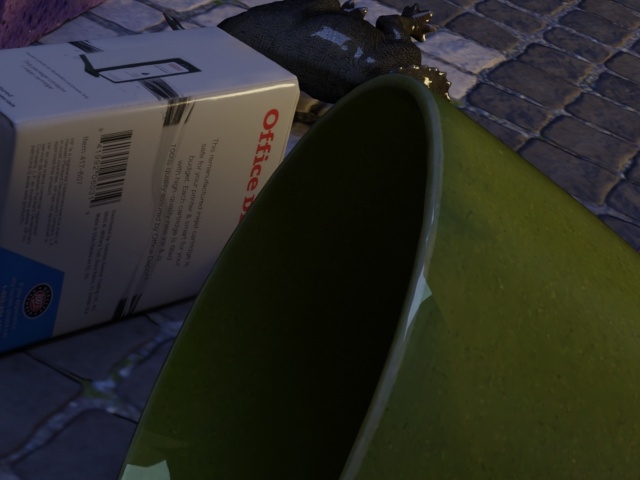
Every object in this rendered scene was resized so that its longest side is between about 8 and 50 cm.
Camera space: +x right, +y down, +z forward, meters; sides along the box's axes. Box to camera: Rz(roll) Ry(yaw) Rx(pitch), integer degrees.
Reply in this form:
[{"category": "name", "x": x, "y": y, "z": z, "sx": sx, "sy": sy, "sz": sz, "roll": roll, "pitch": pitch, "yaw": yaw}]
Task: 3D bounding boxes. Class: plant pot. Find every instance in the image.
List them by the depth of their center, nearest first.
[{"category": "plant pot", "x": 0.092, "y": 0.120, "z": 0.516, "sx": 0.293, "sy": 0.275, "sz": 0.275, "roll": 26, "pitch": 27, "yaw": -17}]

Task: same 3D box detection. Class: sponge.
[{"category": "sponge", "x": -0.219, "y": -0.230, "z": 1.038, "sx": 0.031, "sy": 0.117, "sz": 0.210, "roll": 23, "pitch": 30, "yaw": 6}]

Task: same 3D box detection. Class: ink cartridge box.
[{"category": "ink cartridge box", "x": -0.123, "y": -0.035, "z": 0.734, "sx": 0.086, "sy": 0.148, "sz": 0.203, "roll": 36, "pitch": 34, "yaw": 32}]

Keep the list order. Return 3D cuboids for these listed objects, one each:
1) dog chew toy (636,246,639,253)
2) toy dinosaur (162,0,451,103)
[{"category": "dog chew toy", "x": 0.240, "y": 0.078, "z": 0.699, "sx": 0.331, "sy": 0.207, "sz": 0.206, "roll": 9, "pitch": 30, "yaw": 2}, {"category": "toy dinosaur", "x": 0.001, "y": -0.155, "z": 1.030, "sx": 0.313, "sy": 0.121, "sz": 0.160, "roll": 30, "pitch": 19, "yaw": 14}]
